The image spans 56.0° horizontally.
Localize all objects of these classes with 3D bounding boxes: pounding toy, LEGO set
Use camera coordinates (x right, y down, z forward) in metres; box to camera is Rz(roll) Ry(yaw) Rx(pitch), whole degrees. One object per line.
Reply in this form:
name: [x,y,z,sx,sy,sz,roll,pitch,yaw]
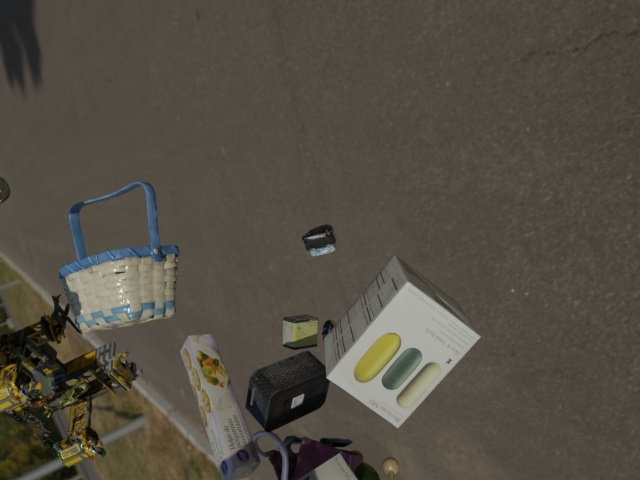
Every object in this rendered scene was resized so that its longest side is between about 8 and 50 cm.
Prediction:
pounding toy: [0.106,0.675,1.747,0.183,0.237,0.110,-66,-31,-67]
LEGO set: [-0.507,0.291,1.253,0.255,0.192,0.331,-110,-6,-59]

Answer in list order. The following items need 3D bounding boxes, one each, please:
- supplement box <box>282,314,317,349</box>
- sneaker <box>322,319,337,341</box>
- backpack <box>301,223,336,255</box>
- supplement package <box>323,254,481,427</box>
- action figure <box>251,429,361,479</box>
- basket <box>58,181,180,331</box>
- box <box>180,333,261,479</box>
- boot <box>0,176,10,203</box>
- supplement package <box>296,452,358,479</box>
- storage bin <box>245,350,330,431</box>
supplement box: [-0.057,0.256,1.681,0.056,0.083,0.083,6,96,51]
sneaker: [0.085,0.348,2.002,0.081,0.094,0.208,-33,90,41]
backpack: [0.000,0.000,1.918,0.114,0.105,0.084,-82,-24,-74]
supplement package: [0.165,0.212,1.302,0.199,0.263,0.198,37,-169,-10]
action figure: [-0.024,0.652,1.418,0.248,0.275,0.370,-29,46,48]
basket: [-0.432,0.039,1.280,0.254,0.201,0.289,-12,88,33]
box: [-0.219,0.346,1.283,0.067,0.063,0.324,-58,47,37]
boot: [-0.671,-0.054,1.124,0.208,0.189,0.076,140,113,-66]
supplement package: [-0.006,0.463,0.996,0.105,0.179,0.105,36,151,60]
storage bin: [-0.073,0.348,1.397,0.084,0.180,0.122,36,127,38]
